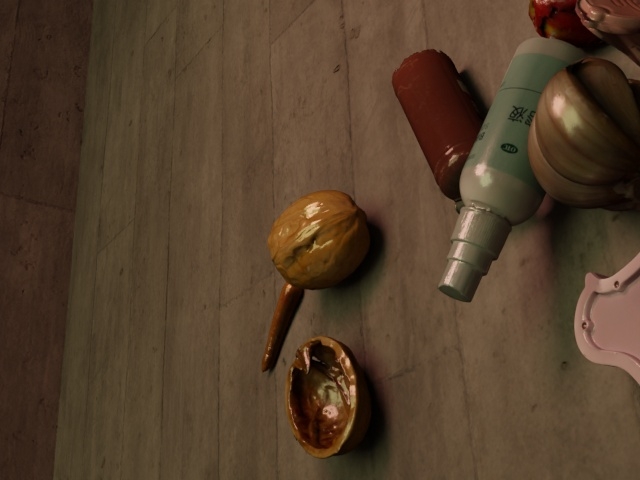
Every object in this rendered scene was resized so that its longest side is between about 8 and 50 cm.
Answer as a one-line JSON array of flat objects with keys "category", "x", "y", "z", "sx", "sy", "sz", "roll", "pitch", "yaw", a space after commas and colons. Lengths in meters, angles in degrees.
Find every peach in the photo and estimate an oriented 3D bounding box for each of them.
[{"category": "peach", "x": 0.354, "y": -0.312, "z": 1.194, "sx": 0.172, "sy": 0.127, "sz": 0.093, "roll": -10, "pitch": 58, "yaw": 29}]

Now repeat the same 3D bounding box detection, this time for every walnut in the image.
[{"category": "walnut", "x": 0.025, "y": 0.259, "z": 1.480, "sx": 0.167, "sy": 0.087, "sz": 0.211, "roll": -48, "pitch": 42, "yaw": 26}, {"category": "walnut", "x": 0.000, "y": 0.000, "z": 1.569, "sx": 0.206, "sy": 0.159, "sz": 0.159, "roll": -41, "pitch": 45, "yaw": 44}]

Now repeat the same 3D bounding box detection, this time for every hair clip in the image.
[{"category": "hair clip", "x": 0.381, "y": -0.273, "z": 1.092, "sx": 0.102, "sy": 0.138, "sz": 0.123, "roll": -52, "pitch": 31, "yaw": 25}]

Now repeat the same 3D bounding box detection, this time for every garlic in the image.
[{"category": "garlic", "x": 0.315, "y": -0.110, "z": 1.062, "sx": 0.160, "sy": 0.214, "sz": 0.191, "roll": -59, "pitch": 44, "yaw": 41}]

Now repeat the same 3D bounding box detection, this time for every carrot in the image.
[{"category": "carrot", "x": -0.077, "y": 0.164, "z": 1.737, "sx": 0.037, "sy": 0.037, "sz": 0.190, "roll": 39, "pitch": 115, "yaw": 56}]

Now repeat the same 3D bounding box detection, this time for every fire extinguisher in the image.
[{"category": "fire extinguisher", "x": 0.218, "y": -0.154, "z": 1.346, "sx": 0.147, "sy": 0.106, "sz": 0.337, "roll": -33, "pitch": 47, "yaw": 15}]

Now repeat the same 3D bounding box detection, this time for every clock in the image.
[{"category": "clock", "x": 0.381, "y": 0.130, "z": 0.936, "sx": 0.275, "sy": 0.080, "sz": 0.290, "roll": 145, "pitch": 134, "yaw": -59}]

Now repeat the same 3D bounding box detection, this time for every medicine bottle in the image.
[{"category": "medicine bottle", "x": 0.241, "y": -0.087, "z": 1.179, "sx": 0.110, "sy": 0.110, "sz": 0.352, "roll": 5, "pitch": 66, "yaw": 58}]
